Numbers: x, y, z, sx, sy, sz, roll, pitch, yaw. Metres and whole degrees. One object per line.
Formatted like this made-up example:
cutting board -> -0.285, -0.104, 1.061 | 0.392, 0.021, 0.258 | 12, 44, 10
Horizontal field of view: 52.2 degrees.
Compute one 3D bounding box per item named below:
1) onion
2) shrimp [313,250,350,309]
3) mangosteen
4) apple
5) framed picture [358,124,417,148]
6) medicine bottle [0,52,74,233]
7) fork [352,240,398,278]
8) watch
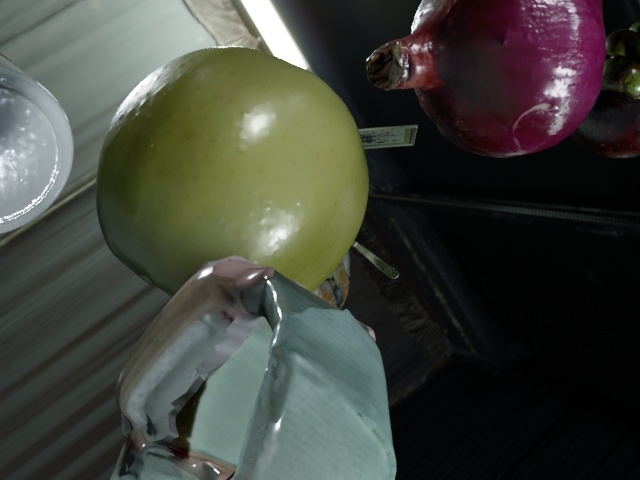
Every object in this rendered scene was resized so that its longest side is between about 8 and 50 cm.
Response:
onion -> 0.248, -0.294, 1.055 | 0.348, 0.385, 0.347 | 168, -90, -68
shrimp -> 0.000, 0.000, 1.424 | 0.247, 0.085, 0.360 | 48, 38, -54
mangosteen -> 0.716, -0.342, 1.535 | 0.311, 0.311, 0.311 | 47, -17, 19
apple -> -0.152, -0.088, 1.112 | 0.473, 0.473, 0.473 | 47, -17, 19
framed picture -> 0.095, -0.223, 1.439 | 0.173, 0.231, 0.010 | 32, 55, -82
medicine bottle -> -0.497, -0.151, 0.911 | 0.232, 0.238, 0.238 | 35, -23, 43
fork -> 0.066, 0.007, 1.294 | 0.219, 0.034, 0.028 | 39, -15, 22
watch -> -0.055, 0.146, 0.418 | 0.162, 0.253, 0.241 | 30, 33, -16
